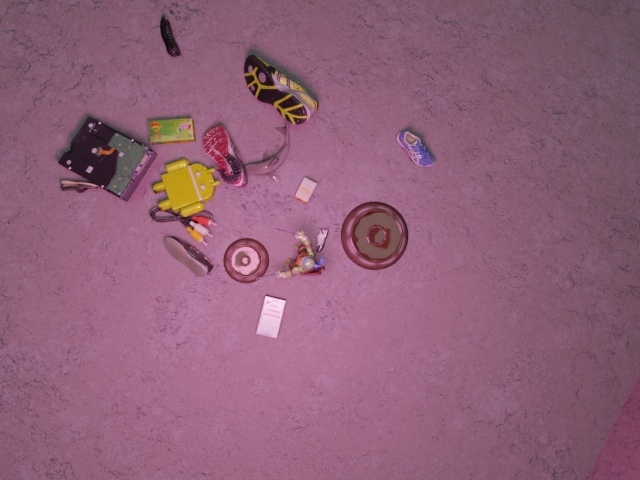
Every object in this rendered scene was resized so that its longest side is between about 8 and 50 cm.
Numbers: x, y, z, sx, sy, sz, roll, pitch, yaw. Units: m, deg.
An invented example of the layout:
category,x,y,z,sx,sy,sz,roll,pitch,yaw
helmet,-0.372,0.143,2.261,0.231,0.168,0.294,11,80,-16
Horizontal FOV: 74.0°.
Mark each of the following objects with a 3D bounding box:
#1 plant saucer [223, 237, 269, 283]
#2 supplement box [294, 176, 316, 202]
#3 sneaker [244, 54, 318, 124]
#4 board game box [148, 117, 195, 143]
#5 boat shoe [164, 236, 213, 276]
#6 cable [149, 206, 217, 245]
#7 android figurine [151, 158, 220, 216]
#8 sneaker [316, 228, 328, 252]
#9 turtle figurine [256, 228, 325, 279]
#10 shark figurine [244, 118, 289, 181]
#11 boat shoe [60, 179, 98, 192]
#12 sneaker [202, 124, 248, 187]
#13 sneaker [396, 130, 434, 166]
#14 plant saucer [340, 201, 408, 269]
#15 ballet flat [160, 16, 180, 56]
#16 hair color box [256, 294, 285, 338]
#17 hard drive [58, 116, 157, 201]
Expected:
category,x,y,z,sx,sy,sz,roll,pitch,yaw
plant saucer,-0.321,0.088,1.838,0.199,0.036,0.198,0,90,-7
supplement box,-0.066,-0.220,1.869,0.062,0.036,0.098,28,86,-5
sneaker,-0.175,-0.652,1.836,0.384,0.145,0.147,46,46,5
board game box,-0.632,-0.465,1.811,0.181,0.043,0.092,-6,89,-6
boat shoe,-0.557,0.061,1.800,0.228,0.068,0.081,42,125,0
cable,-0.574,-0.095,1.797,0.287,0.072,0.139,25,81,-5
android figurine,-0.562,-0.225,1.792,0.273,0.056,0.248,-20,78,-5
sneaker,0.000,0.000,1.877,0.044,0.040,0.109,17,83,11
turtle figurine,-0.123,0.055,1.743,0.275,0.266,0.197,-1,89,-7
shark figurine,-0.189,-0.367,1.824,0.166,0.116,0.278,38,87,-5
boat shoe,-0.999,-0.221,1.766,0.152,0.056,0.049,5,93,4
sneaker,-0.404,-0.353,1.805,0.121,0.112,0.299,-26,76,10
sneaker,0.428,-0.408,1.903,0.211,0.081,0.080,39,84,-5
plant saucer,0.247,-0.021,1.895,0.311,0.050,0.310,0,90,-6
ballet flat,-0.648,-0.872,1.823,0.049,0.057,0.173,-17,92,-47
hair color box,-0.213,0.328,1.836,0.093,0.053,0.167,14,89,-4
hard drive,-0.862,-0.332,1.726,0.339,0.064,0.237,27,83,13
